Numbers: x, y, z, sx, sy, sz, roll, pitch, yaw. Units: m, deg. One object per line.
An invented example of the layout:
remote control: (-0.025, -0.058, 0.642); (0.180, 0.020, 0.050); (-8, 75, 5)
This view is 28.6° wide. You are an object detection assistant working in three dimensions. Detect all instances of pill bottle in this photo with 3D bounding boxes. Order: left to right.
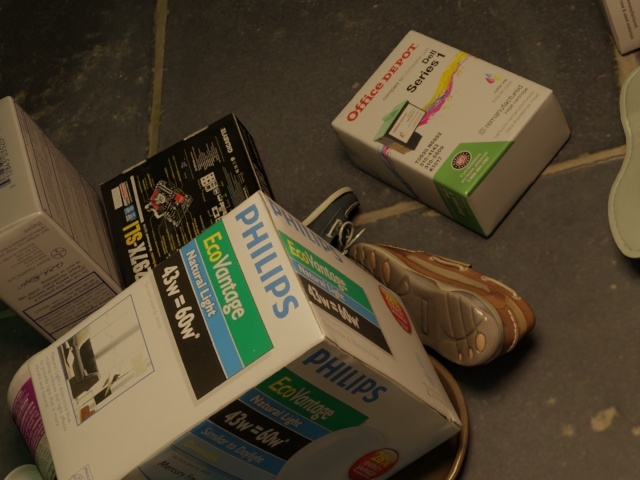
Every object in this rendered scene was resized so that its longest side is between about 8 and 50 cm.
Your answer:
pill bottle: (-0.307, 0.291, 1.737); (0.169, 0.169, 0.301); (-39, 51, -2)

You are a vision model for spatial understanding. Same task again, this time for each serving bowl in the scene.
serving bowl: (-0.429, 0.371, 1.836); (0.083, 0.027, 0.083); (-13, 53, 19)

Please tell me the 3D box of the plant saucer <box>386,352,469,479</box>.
plant saucer: (0.066, 0.265, 1.652); (0.278, 0.041, 0.278); (-13, 55, 19)

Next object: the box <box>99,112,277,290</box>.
box: (-0.191, -0.016, 1.944); (0.257, 0.079, 0.322); (-29, 51, 9)

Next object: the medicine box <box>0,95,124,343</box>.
medicine box: (-0.440, -0.023, 1.934); (0.149, 0.289, 0.263); (-28, 51, 4)

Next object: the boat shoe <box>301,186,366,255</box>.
boat shoe: (0.000, 0.000, 1.790); (0.079, 0.254, 0.095); (41, 122, 5)

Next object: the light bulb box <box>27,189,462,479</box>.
light bulb box: (-0.085, 0.186, 1.509); (0.361, 0.358, 0.225); (-36, 53, 14)

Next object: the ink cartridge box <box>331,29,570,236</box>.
ink cartridge box: (0.185, -0.161, 1.824); (0.278, 0.117, 0.201); (32, 77, 38)

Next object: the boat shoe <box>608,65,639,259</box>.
boat shoe: (0.454, -0.097, 1.663); (0.114, 0.091, 0.302); (-12, 54, 44)

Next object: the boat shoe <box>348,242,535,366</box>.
boat shoe: (0.157, 0.079, 1.694); (0.116, 0.123, 0.324); (-13, 27, -32)

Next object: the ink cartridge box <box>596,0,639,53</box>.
ink cartridge box: (0.564, -0.487, 1.819); (0.395, 0.166, 0.285); (-22, 52, 12)
